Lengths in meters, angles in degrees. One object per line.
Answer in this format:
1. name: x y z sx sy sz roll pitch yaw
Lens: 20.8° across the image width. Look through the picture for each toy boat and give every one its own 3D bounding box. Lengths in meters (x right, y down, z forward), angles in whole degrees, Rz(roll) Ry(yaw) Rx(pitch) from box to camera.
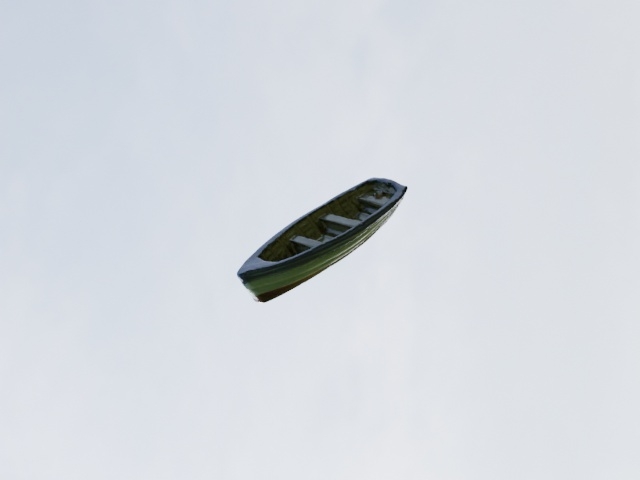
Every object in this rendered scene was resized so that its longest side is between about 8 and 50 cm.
1. toy boat: 0.000 0.000 1.774 0.229 0.080 0.046 -35 -52 -37
